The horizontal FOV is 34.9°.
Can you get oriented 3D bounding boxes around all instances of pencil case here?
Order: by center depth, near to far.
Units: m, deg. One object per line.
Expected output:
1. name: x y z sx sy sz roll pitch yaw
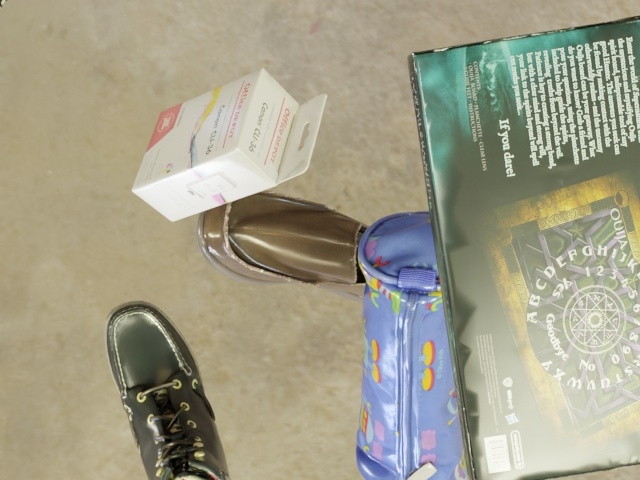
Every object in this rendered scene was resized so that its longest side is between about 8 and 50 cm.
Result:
1. pencil case: 0.094 0.125 0.995 0.119 0.133 0.306 3 123 6

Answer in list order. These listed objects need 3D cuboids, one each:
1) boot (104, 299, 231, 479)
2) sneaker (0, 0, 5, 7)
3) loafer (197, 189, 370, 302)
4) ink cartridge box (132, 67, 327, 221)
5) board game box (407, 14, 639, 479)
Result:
1. boot: -0.138 0.177 0.966 0.085 0.178 0.236 -20 98 -10
2. sneaker: -0.233 -0.168 0.696 0.043 0.040 0.109 22 108 12
3. loafer: 0.000 0.000 1.419 0.130 0.366 0.134 -12 71 51
4. ink cartridge box: -0.095 -0.104 1.063 0.198 0.067 0.115 -16 47 36
5. board game box: 0.112 0.005 0.428 0.126 0.026 0.186 -8 97 1
